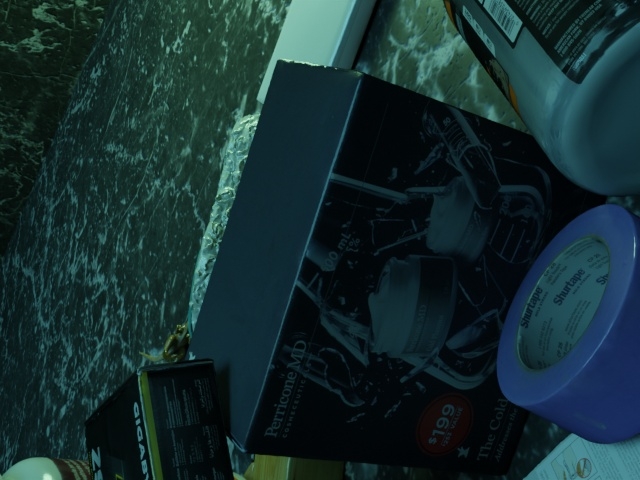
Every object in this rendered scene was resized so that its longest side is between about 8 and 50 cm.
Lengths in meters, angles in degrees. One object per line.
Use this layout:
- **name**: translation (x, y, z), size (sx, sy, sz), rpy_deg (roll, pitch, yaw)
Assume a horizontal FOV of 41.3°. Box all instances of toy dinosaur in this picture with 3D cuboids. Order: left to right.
- **toy dinosaur**: translation (-0.284, 0.208, 1.649), size (0.211, 0.064, 0.112), rpy_deg (-46, 22, 27)

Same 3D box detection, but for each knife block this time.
- **knife block**: translation (-0.024, 0.323, 1.114), size (0.242, 0.088, 0.276), rpy_deg (-60, 33, 27)

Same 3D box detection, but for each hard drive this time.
- **hard drive**: translation (0.008, -0.366, 1.392), size (0.233, 0.047, 0.353), rpy_deg (42, 115, 57)

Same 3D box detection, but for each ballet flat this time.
- **ballet flat**: translation (-0.114, -0.013, 1.379), size (0.147, 0.147, 0.409), rpy_deg (2, 81, 60)

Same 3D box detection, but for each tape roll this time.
- **tape roll**: translation (0.236, 0.070, 0.722), size (0.189, 0.080, 0.189), rpy_deg (-60, 10, 18)

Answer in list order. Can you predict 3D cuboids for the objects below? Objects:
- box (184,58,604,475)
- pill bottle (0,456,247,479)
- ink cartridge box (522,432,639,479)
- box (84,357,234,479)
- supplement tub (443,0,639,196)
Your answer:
- **box**: translation (0.073, 0.034, 0.848), size (0.179, 0.312, 0.343), rpy_deg (29, 104, 60)
- **pill bottle**: translation (-0.278, 0.381, 1.025), size (0.224, 0.392, 0.224), rpy_deg (-25, 57, 48)
- **ink cartridge box**: translation (0.275, 0.207, 0.683), size (0.225, 0.056, 0.181), rpy_deg (-59, 28, 32)
- **box**: translation (-0.146, 0.300, 0.802), size (0.257, 0.079, 0.322), rpy_deg (-42, 56, 58)
- **supplement tub**: translation (0.238, -0.217, 0.779), size (0.207, 0.207, 0.338), rpy_deg (-56, 35, 31)
